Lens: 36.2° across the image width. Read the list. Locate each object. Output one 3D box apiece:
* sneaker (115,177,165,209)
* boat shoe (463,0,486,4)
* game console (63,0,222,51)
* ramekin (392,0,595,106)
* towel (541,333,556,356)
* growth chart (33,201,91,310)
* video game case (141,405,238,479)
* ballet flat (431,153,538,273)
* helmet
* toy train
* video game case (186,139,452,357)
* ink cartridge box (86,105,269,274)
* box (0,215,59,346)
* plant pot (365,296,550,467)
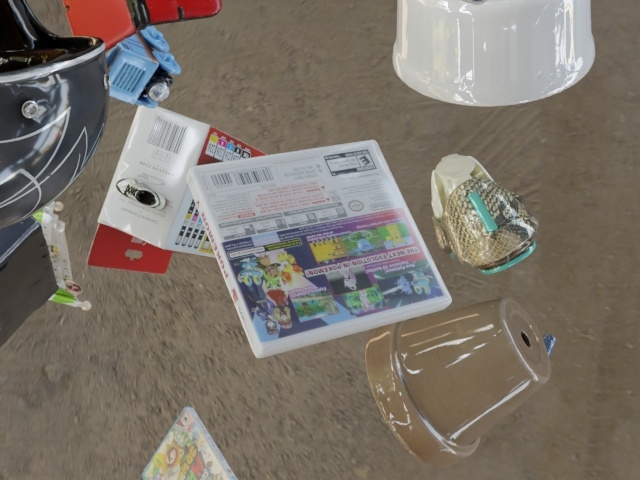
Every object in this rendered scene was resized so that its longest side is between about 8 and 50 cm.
[{"bbox_3d":[-0.270,-0.073,1.458,0.083,0.037,0.032,22,93,13],"label":"sneaker"},{"bbox_3d":[0.104,-0.294,0.936,0.066,0.063,0.184,-35,127,11],"label":"boat shoe"},{"bbox_3d":[-0.177,-0.256,0.923,0.124,0.085,0.144,-15,84,-27],"label":"game console"},{"bbox_3d":[0.231,-0.308,1.320,0.277,0.277,0.135,-17,130,-11],"label":"ramekin"},{"bbox_3d":[0.411,0.236,1.875,0.029,0.067,0.119,31,62,-1],"label":"towel"},{"bbox_3d":[-0.454,0.001,1.530,0.172,0.237,0.021,17,130,-45],"label":"growth chart"},{"bbox_3d":[-0.160,0.305,1.221,0.015,0.166,0.119,21,108,-43],"label":"video game case"},{"bbox_3d":[0.249,-0.058,1.594,0.164,0.483,0.182,-30,90,5],"label":"ballet flat"},{"bbox_3d":[-0.205,-0.079,0.535,0.169,0.169,0.161,-43,105,-7],"label":"helmet"},{"bbox_3d":[-0.244,-0.236,1.206,0.105,0.184,0.080,19,118,-43],"label":"toy train"},{"bbox_3d":[0.000,0.000,0.889,0.201,0.023,0.183,-11,66,-30],"label":"video game case"},{"bbox_3d":[-0.224,-0.056,1.626,0.130,0.309,0.272,21,92,16],"label":"ink cartridge box"},{"bbox_3d":[-0.497,0.004,0.906,0.395,0.212,0.293,38,68,4],"label":"box"},{"bbox_3d":[0.240,0.207,1.586,0.229,0.263,0.263,-30,102,26],"label":"plant pot"}]
